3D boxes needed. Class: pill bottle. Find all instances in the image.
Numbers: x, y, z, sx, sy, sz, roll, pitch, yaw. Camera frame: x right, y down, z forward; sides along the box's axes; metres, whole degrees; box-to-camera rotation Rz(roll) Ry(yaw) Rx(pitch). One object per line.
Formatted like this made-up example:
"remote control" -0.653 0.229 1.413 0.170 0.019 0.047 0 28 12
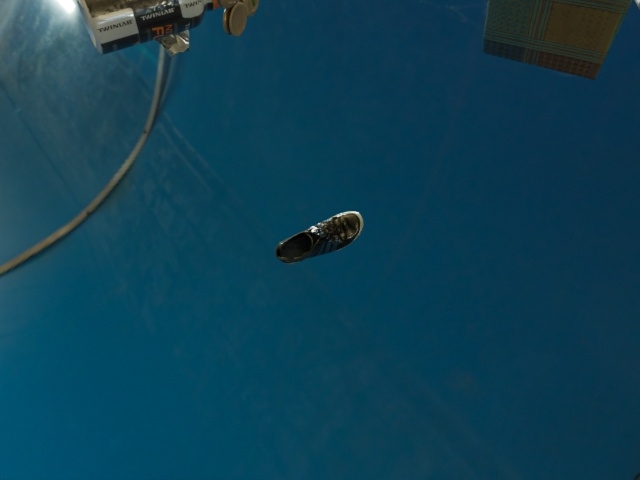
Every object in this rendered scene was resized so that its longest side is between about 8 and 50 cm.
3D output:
"pill bottle" -0.296 -0.427 1.072 0.245 0.131 0.130 -23 -133 -16

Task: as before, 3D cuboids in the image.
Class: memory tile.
"memory tile" -0.085 -0.307 0.650 0.012 0.148 0.113 18 -122 16

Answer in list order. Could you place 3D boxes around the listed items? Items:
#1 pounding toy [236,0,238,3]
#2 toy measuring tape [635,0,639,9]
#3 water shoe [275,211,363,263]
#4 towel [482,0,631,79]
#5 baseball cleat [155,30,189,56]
"pounding toy" -0.179 -0.809 1.877 0.206 0.094 0.181 -29 -157 7
"toy measuring tape" 0.411 -0.468 0.785 0.121 0.330 0.121 -5 -140 4
"water shoe" 0.000 0.000 1.295 0.203 0.080 0.073 -26 -92 4
"towel" 0.470 -0.478 1.215 0.271 0.370 0.040 21 -107 17
"baseball cleat" -0.469 -0.609 1.797 0.072 0.205 0.110 -12 -94 41
